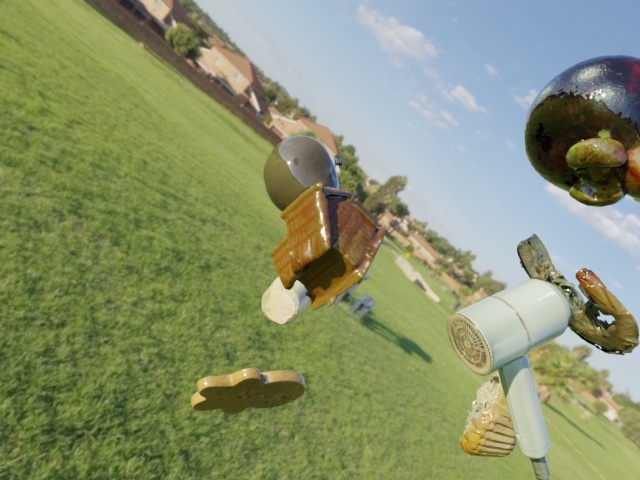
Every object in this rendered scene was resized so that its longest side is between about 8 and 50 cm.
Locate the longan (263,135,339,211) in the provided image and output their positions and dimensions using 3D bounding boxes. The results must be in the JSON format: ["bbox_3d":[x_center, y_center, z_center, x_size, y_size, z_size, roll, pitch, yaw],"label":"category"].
[{"bbox_3d":[-0.050,-0.154,1.244,0.220,0.197,0.196,65,12,8],"label":"longan"}]

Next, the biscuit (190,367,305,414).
[{"bbox_3d":[-0.219,0.467,1.524,0.355,0.275,0.052,1,49,-22],"label":"biscuit"}]

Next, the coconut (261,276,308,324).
[{"bbox_3d":[-0.115,0.195,1.619,0.147,0.147,0.153,44,21,0],"label":"coconut"}]

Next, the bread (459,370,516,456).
[{"bbox_3d":[0.531,0.544,1.485,0.149,0.274,0.274,27,3,19],"label":"bread"}]

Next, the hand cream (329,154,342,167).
[{"bbox_3d":[-0.048,-0.211,1.461,0.050,0.234,0.080,-128,-156,-60],"label":"hand cream"}]

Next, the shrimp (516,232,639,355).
[{"bbox_3d":[0.437,0.097,0.823,0.253,0.058,0.173,52,-10,-9],"label":"shrimp"}]

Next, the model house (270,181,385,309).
[{"bbox_3d":[0.001,0.001,1.114,0.229,0.199,0.219,47,36,-14],"label":"model house"}]

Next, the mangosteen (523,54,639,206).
[{"bbox_3d":[0.540,-0.206,0.940,0.288,0.288,0.288,43,9,-8],"label":"mangosteen"}]

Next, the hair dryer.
[{"bbox_3d":[0.342,0.254,0.811,0.108,0.173,0.357,-165,-124,-70],"label":"hair dryer"}]
